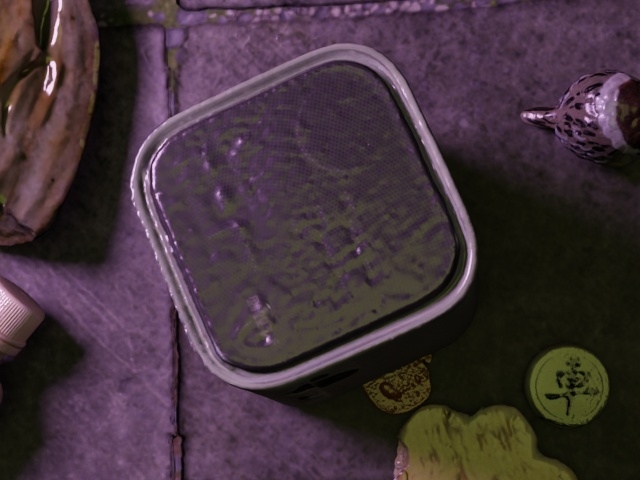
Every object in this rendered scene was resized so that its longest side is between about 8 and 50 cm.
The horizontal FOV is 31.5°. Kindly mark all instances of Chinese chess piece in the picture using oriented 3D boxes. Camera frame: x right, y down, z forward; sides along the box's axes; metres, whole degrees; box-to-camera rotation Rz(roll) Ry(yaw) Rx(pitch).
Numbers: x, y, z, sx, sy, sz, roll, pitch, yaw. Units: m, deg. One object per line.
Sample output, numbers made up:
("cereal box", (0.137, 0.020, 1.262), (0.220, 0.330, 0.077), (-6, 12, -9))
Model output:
("Chinese chess piece", (0.240, 0.141, 1.104), (0.084, 0.034, 0.084), (-1, 83, 4))

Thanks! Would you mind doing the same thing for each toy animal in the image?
("toy animal", (0.266, -0.121, 1.099), (0.137, 0.098, 0.098), (7, 85, 6))

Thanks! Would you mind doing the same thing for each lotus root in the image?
("lotus root", (-0.342, -0.158, 1.145), (0.210, 0.142, 0.314), (14, 80, -29))

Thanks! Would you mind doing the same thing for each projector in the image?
("projector", (0.000, 0.000, 1.025), (0.249, 0.249, 0.248), (-24, 77, 2))

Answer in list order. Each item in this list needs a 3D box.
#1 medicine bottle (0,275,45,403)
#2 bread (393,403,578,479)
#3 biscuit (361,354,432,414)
("medicine bottle", (-0.377, 0.148, 1.119), (0.114, 0.114, 0.252), (40, 88, 8))
("bread", (0.161, 0.283, 1.095), (0.182, 0.039, 0.250), (-1, 84, 4))
("biscuit", (0.075, 0.127, 1.130), (0.078, 0.015, 0.091), (-24, 80, 0))
